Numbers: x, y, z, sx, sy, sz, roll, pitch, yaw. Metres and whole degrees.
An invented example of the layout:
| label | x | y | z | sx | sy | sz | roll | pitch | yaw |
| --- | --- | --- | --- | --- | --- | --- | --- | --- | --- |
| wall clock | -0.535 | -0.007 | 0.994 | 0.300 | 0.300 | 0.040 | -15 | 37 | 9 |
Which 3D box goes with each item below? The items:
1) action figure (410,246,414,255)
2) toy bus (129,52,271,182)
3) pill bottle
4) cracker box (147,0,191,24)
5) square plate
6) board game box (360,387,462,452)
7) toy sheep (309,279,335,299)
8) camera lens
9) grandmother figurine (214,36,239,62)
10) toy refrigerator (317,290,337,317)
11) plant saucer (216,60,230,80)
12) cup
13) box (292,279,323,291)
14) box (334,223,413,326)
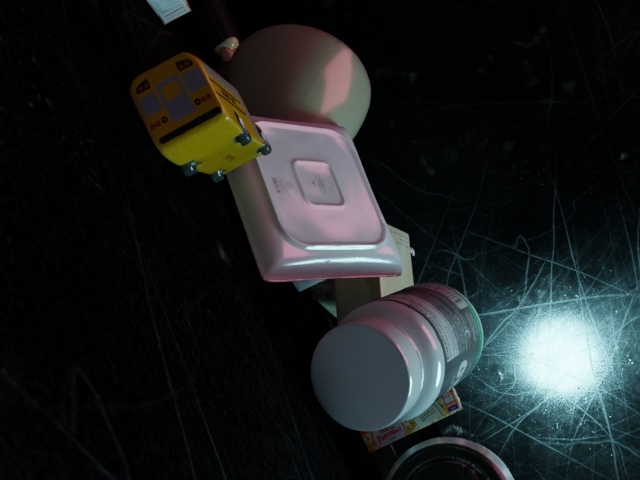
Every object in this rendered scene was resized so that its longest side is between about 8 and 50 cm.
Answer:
| label | x | y | z | sx | sy | sz | roll | pitch | yaw |
| --- | --- | --- | --- | --- | --- | --- | --- | --- | --- |
| action figure | 0.134 | 0.046 | 2.323 | 0.370 | 0.248 | 0.276 | 62 | 4 | -46 |
| toy bus | -0.166 | -0.173 | 1.194 | 0.130 | 0.108 | 0.332 | 62 | 6 | 1 |
| pill bottle | 0.138 | 0.194 | 1.386 | 0.361 | 0.204 | 0.204 | -11 | 73 | -62 |
| cracker box | -0.343 | -0.550 | 1.542 | 0.156 | 0.067 | 0.232 | 66 | 5 | 24 |
| square plate | -0.014 | -0.090 | 1.474 | 0.344 | 0.049 | 0.347 | 0 | 60 | -43 |
| board game box | 0.178 | 0.342 | 1.559 | 0.045 | 0.193 | 0.147 | 64 | 4 | 8 |
| toy sheep | 0.003 | 0.081 | 1.757 | 0.091 | 0.091 | 0.132 | -111 | -158 | -46 |
| camera lens | 0.226 | 0.447 | 1.355 | 0.219 | 0.219 | 0.274 | 65 | 6 | 19 |
| grandmother figurine | -0.186 | -0.404 | 2.225 | 0.342 | 0.104 | 0.208 | 62 | 13 | 20 |
| toy refrigerator | 0.103 | 0.159 | 1.904 | 0.269 | 0.094 | 0.102 | 44 | 55 | -44 |
| plant saucer | -0.187 | -0.350 | 1.903 | 0.168 | 0.029 | 0.168 | 31 | -25 | 16 |
| cup | -0.068 | -0.260 | 1.733 | 0.237 | 0.331 | 0.331 | -78 | 148 | -43 |
| box | 0.000 | 0.000 | 1.622 | 0.091 | 0.170 | 0.130 | 60 | 8 | -43 |
| box | 0.118 | 0.128 | 1.705 | 0.148 | 0.121 | 0.311 | 20 | 59 | -49 |
